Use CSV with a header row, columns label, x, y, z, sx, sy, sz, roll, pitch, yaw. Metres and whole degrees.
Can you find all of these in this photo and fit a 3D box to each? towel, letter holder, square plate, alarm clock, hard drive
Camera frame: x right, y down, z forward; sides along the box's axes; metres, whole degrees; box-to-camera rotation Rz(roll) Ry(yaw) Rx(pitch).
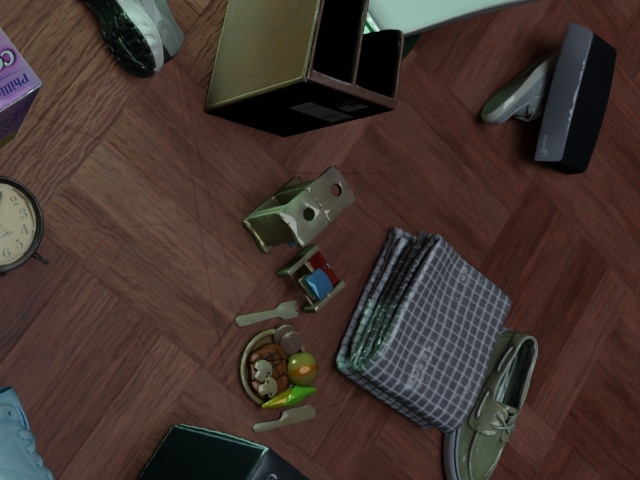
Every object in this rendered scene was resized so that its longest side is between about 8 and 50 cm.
label,x,y,z,sx,sy,sz,roll,pitch,yaw
towel,0.182,0.146,1.848,0.235,0.121,0.284,35,70,-27
letter holder,-0.021,-0.289,1.636,0.152,0.302,0.214,14,80,-31
square plate,0.168,-0.455,1.779,0.347,0.049,0.344,-18,55,-20
alarm clock,-0.449,-0.039,1.497,0.129,0.064,0.192,-22,102,-31
hard drive,0.468,-0.252,2.029,0.172,0.054,0.255,12,93,-55

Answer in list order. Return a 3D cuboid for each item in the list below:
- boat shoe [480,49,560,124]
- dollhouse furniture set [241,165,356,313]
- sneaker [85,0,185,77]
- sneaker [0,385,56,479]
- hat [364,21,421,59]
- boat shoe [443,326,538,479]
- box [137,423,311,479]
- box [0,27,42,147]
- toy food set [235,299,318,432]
label,x,y,z,sx,sy,sz,roll,pitch,yaw
boat shoe,0.380,-0.260,2.016,0.227,0.079,0.081,-41,104,-30
dollhouse furniture set,0.000,0.000,1.732,0.129,0.129,0.184,-42,106,-26
sneaker,-0.288,-0.372,1.605,0.108,0.100,0.272,-43,113,-41
sneaker,-0.413,0.276,1.463,0.366,0.135,0.150,40,71,-25
hat,0.042,-0.370,1.809,0.183,0.173,0.208,51,15,16
boat shoe,0.293,0.292,1.926,0.109,0.094,0.302,23,76,-29
box,-0.104,0.592,1.552,0.472,0.297,0.480,43,67,-25
box,-0.479,-0.225,1.374,0.117,0.213,0.243,-40,95,-27
toy food set,-0.063,0.198,1.741,0.132,0.038,0.192,-12,94,-32
